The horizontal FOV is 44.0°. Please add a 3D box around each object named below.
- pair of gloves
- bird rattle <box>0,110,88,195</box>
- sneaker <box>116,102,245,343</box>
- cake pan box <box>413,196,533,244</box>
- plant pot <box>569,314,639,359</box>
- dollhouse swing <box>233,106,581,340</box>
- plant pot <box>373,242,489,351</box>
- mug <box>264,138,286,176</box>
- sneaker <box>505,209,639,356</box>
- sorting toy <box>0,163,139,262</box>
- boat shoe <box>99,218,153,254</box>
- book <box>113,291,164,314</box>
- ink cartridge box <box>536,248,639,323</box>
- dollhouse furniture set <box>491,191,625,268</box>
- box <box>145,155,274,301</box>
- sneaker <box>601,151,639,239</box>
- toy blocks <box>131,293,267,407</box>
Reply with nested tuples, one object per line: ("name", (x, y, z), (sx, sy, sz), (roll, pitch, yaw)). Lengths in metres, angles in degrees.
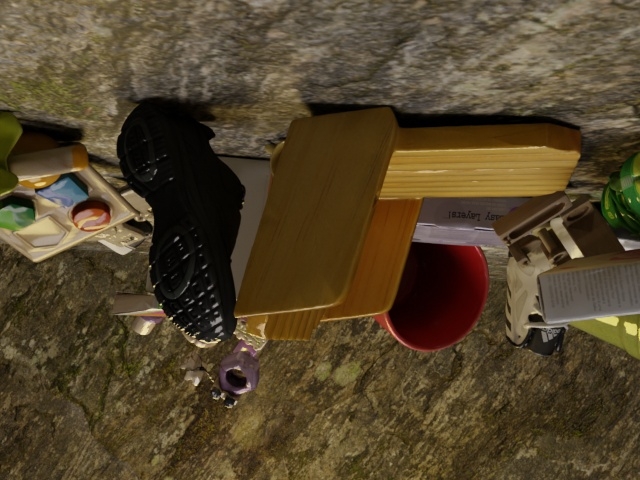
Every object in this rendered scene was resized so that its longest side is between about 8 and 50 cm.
("pair of gloves", (-0.384, -0.055, 1.571), (0.240, 0.042, 0.204), (-22, 159, 28))
("bird rattle", (-0.433, -0.100, 1.110), (0.206, 0.143, 0.253), (-10, -176, -25))
("sneaker", (-0.134, -0.025, 0.911), (0.109, 0.286, 0.130), (-25, 165, 39))
("cake pan box", (0.237, -0.035, 1.399), (0.266, 0.070, 0.246), (5, 176, 8))
("plant pot", (0.657, 0.120, 1.760), (0.253, 0.276, 0.276), (16, -177, 44))
("dollhouse swing", (0.122, 0.008, 0.974), (0.304, 0.315, 0.347), (16, 176, 13))
("plant pot", (0.196, 0.086, 1.773), (0.274, 0.275, 0.243), (8, -175, -27))
("mug", (-0.028, -0.107, 1.043), (0.062, 0.078, 0.064), (-33, 167, 22))
("sneaker", (0.465, 0.087, 1.439), (0.169, 0.258, 0.447), (6, 174, -9))
("sorting toy", (-0.483, -0.026, 1.310), (0.307, 0.041, 0.229), (-24, 150, 7))
("boat shoe", (-0.461, -0.055, 1.699), (0.102, 0.108, 0.301), (-28, 153, 10))
("book", (-0.228, 0.102, 1.210), (0.096, 0.035, 0.144), (-3, 169, 40))
("ink cartridge box", (0.459, 0.037, 0.972), (0.330, 0.072, 0.324), (-10, 177, 24))
("dollhouse furniture set", (0.366, 0.008, 1.188), (0.144, 0.123, 0.151), (-34, 150, 15))
("box", (-0.156, -0.002, 1.319), (0.168, 0.215, 0.345), (6, 174, 3))
("sneaker", (0.404, -0.042, 0.972), (0.123, 0.110, 0.295), (-3, 171, 31))
("toy blocks", (-0.178, 0.093, 1.565), (0.288, 0.260, 0.309), (34, -152, -5))
